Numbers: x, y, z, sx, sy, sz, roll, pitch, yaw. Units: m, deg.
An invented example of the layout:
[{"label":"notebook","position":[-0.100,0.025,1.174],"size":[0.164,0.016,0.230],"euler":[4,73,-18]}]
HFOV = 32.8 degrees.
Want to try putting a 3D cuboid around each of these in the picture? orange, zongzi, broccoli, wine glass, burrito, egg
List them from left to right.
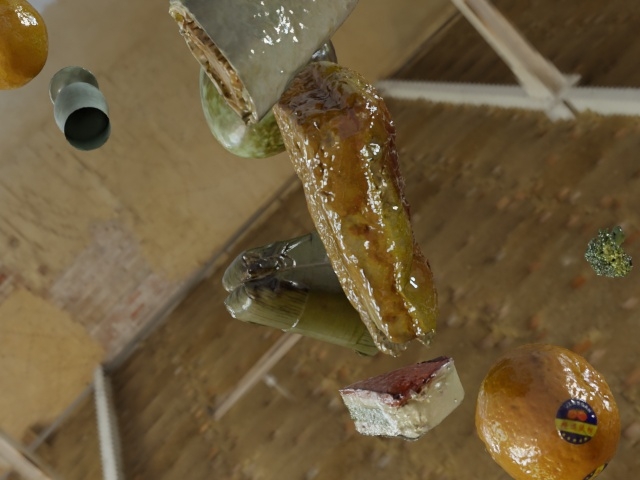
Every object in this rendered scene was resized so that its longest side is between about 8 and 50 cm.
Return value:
[{"label":"orange","position":[-0.509,-0.312,1.706],"size":[0.159,0.159,0.136],"euler":[-36,-166,30]},{"label":"wine glass","position":[-0.404,-0.222,1.827],"size":[0.093,0.093,0.202],"euler":[-43,-149,4]},{"label":"egg","position":[-0.092,-0.271,1.863],"size":[0.238,0.238,0.289],"euler":[-29,-145,45]},{"label":"burrito","position":[-0.038,-0.247,1.054],"size":[0.299,0.143,0.105],"euler":[-53,161,-28]},{"label":"zongzi","position":[0.000,0.000,1.609],"size":[0.145,0.273,0.300],"euler":[-36,-137,53]},{"label":"orange","position":[0.266,0.208,1.275],"size":[0.155,0.177,0.178],"euler":[-53,-173,36]},{"label":"broccoli","position":[0.505,0.021,1.877],"size":[0.092,0.097,0.095],"euler":[-55,178,1]}]

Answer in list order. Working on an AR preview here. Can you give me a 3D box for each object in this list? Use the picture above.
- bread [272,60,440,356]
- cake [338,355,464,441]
[{"label":"bread","position":[0.060,-0.013,1.208],"size":[0.109,0.380,0.185],"euler":[-27,-146,-8]},{"label":"cake","position":[0.100,0.248,1.600],"size":[0.220,0.086,0.116],"euler":[-22,-176,35]}]
